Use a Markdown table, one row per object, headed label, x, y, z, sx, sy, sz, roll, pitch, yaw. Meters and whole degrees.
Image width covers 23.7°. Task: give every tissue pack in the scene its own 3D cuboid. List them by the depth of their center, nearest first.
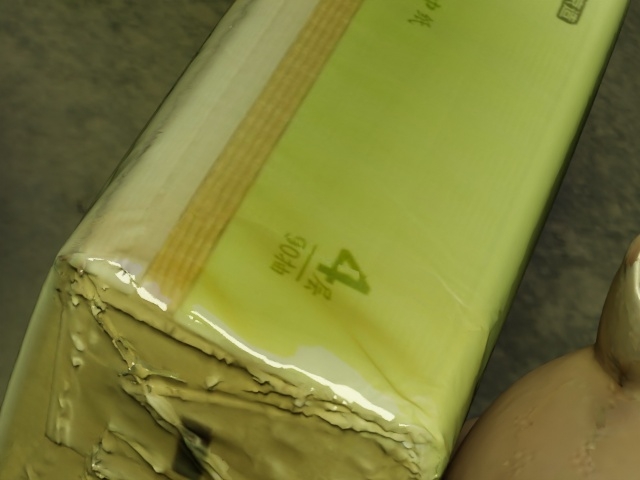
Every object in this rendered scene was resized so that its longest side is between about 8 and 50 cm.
| label | x | y | z | sx | sy | sz | roll | pitch | yaw |
| --- | --- | --- | --- | --- | --- | --- | --- | --- | --- |
| tissue pack | 0.000 | 0.000 | 0.502 | 0.125 | 0.159 | 0.234 | 28 | 47 | 1 |

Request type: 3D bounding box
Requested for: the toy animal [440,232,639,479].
| label | x | y | z | sx | sy | sz | roll | pitch | yaw |
| --- | --- | --- | --- | --- | --- | --- | --- | --- | --- |
| toy animal | 0.098 | 0.143 | 0.440 | 0.154 | 0.166 | 0.250 | 20 | 50 | -34 |
